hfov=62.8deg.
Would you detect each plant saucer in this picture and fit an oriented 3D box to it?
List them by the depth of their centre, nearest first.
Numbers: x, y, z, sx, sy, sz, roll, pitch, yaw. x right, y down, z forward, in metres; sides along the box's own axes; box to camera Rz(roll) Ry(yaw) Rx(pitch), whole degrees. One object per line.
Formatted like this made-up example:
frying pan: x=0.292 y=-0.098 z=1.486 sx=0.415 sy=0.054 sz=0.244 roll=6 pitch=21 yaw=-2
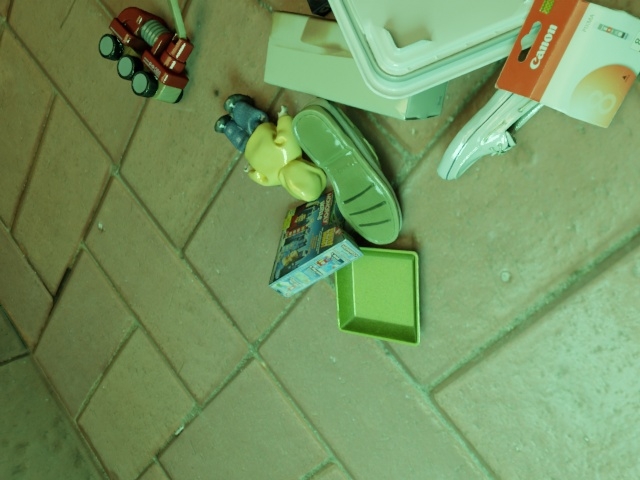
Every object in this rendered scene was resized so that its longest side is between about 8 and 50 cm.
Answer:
plant saucer: x=0.119 y=0.102 z=1.049 sx=0.188 sy=0.045 sz=0.188 roll=5 pitch=105 yaw=35

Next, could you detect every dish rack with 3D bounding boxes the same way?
dish rack: x=0.180 y=-0.383 z=0.746 sx=0.332 sy=0.072 sz=0.286 roll=-23 pitch=83 yaw=1

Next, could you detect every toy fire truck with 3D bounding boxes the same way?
toy fire truck: x=-0.379 y=-0.473 z=1.199 sx=0.217 sy=0.158 sz=0.246 roll=47 pitch=112 yaw=16

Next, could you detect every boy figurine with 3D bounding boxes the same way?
boy figurine: x=-0.097 y=-0.193 z=1.097 sx=0.285 sy=0.092 sz=0.177 roll=42 pitch=122 yaw=18

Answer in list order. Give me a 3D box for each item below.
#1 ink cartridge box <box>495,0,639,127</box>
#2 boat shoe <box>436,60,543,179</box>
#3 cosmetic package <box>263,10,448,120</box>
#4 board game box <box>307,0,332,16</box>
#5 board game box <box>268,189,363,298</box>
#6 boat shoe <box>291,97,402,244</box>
ink cartridge box: x=0.357 y=-0.252 z=0.727 sx=0.045 sy=0.179 sz=0.146 roll=-107 pitch=33 yaw=-59
boat shoe: x=0.280 y=-0.174 z=0.841 sx=0.076 sy=0.083 sz=0.226 roll=46 pitch=123 yaw=18
cosmetic package: x=0.064 y=-0.310 z=0.917 sx=0.296 sy=0.153 sz=0.129 roll=23 pitch=116 yaw=27
board game box: x=0.012 y=-0.566 z=0.953 sx=0.165 sy=0.042 sz=0.244 roll=-22 pitch=89 yaw=37
board game box: x=0.000 y=0.000 z=1.049 sx=0.194 sy=0.194 sz=0.060 roll=-20 pitch=135 yaw=37
boat shoe: x=0.068 y=-0.133 z=0.974 sx=0.113 sy=0.103 sz=0.302 roll=-18 pitch=117 yaw=33
